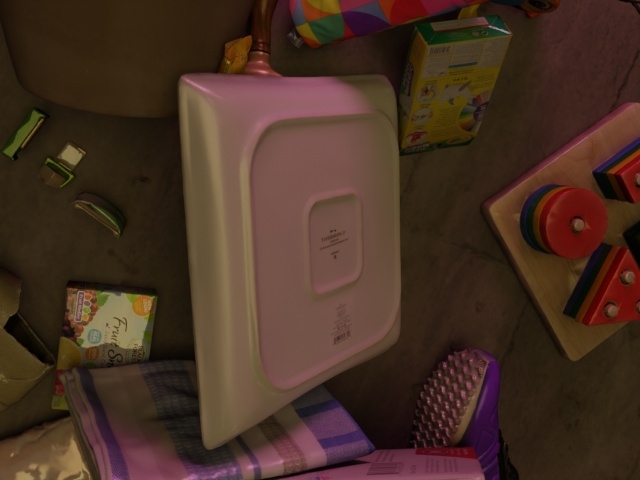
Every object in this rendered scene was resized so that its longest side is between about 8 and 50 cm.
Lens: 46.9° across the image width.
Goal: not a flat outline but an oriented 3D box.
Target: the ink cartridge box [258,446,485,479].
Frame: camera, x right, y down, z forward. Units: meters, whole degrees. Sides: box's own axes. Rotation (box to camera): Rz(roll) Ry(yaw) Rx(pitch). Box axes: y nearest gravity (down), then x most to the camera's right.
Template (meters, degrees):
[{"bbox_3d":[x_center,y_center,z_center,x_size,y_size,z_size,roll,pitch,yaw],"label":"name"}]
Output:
[{"bbox_3d":[0.021,0.299,0.783,0.306,0.226,0.131,-6,81,9],"label":"ink cartridge box"}]

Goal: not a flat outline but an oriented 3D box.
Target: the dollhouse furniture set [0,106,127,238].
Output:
[{"bbox_3d":[-0.256,-0.072,0.786,0.151,0.076,0.058,38,89,-16],"label":"dollhouse furniture set"}]

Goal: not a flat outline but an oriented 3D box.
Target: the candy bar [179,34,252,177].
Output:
[{"bbox_3d":[-0.101,-0.122,0.713,0.018,0.040,0.161,36,127,12],"label":"candy bar"}]

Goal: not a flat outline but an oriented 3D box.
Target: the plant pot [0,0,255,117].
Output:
[{"bbox_3d":[-0.175,-0.273,0.678,0.323,0.323,0.280,4,113,-15],"label":"plant pot"}]

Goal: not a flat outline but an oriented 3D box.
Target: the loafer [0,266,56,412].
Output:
[{"bbox_3d":[-0.362,0.051,0.771,0.092,0.102,0.268,-23,113,-12],"label":"loafer"}]

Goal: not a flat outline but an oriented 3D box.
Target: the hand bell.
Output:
[{"bbox_3d":[-0.068,-0.219,0.816,0.126,0.126,0.242,5,84,-16],"label":"hand bell"}]

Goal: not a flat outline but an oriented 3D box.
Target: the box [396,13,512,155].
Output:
[{"bbox_3d":[0.145,-0.172,0.855,0.105,0.043,0.179,-10,144,-14],"label":"box"}]

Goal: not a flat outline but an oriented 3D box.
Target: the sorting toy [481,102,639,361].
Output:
[{"bbox_3d":[0.384,-0.004,0.959,0.255,0.089,0.257,-35,106,-7],"label":"sorting toy"}]

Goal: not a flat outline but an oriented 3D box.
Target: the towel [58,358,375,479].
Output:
[{"bbox_3d":[-0.112,0.180,0.772,0.285,0.209,0.034,-1,113,-29],"label":"towel"}]

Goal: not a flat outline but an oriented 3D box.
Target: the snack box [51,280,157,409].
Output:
[{"bbox_3d":[-0.245,0.122,0.839,0.100,0.037,0.141,7,97,-18],"label":"snack box"}]

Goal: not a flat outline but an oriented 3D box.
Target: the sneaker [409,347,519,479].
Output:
[{"bbox_3d":[0.198,0.282,0.957,0.146,0.102,0.293,11,101,-20],"label":"sneaker"}]

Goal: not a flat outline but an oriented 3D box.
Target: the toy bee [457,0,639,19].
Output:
[{"bbox_3d":[0.219,-0.302,0.855,0.298,0.162,0.195,41,95,8],"label":"toy bee"}]

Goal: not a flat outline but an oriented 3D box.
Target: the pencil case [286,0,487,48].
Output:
[{"bbox_3d":[0.072,-0.272,0.771,0.236,0.104,0.104,-10,104,24],"label":"pencil case"}]

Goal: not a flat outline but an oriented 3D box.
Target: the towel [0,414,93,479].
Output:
[{"bbox_3d":[-0.371,0.397,0.806,0.332,0.053,0.317,-21,88,-11],"label":"towel"}]

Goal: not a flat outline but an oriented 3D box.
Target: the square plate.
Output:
[{"bbox_3d":[0.000,0.000,0.773,0.347,0.049,0.344,-17,108,-52],"label":"square plate"}]
